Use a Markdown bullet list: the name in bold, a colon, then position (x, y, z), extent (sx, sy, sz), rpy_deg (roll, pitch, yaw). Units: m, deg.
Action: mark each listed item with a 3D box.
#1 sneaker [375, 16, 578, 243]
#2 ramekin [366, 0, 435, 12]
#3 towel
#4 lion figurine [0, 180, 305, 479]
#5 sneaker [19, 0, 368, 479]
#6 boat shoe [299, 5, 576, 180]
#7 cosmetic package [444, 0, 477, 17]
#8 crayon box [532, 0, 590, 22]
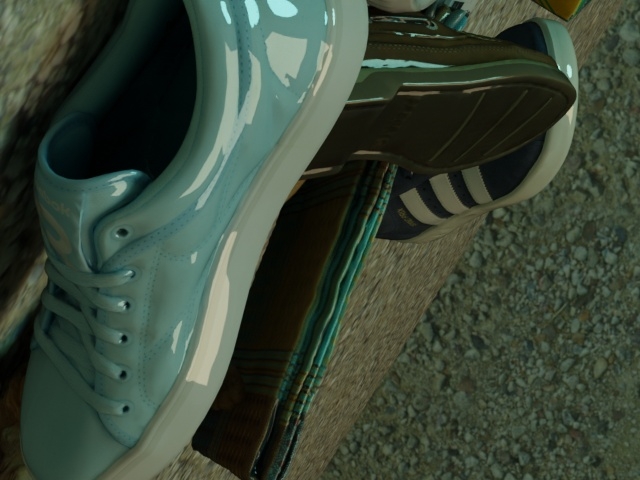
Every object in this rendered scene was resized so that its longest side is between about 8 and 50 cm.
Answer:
- **sneaker**: position (0.084, -0.081, 1.558), extent (0.350, 0.148, 0.131), rpy_deg (135, -47, -59)
- **ramekin**: position (0.058, -0.236, 1.135), extent (0.207, 0.109, 0.207), rpy_deg (-54, 170, -14)
- **towel**: position (0.000, 0.000, 1.412), extent (0.271, 0.040, 0.370), rpy_deg (176, -64, -78)
- **lion figurine**: position (-0.110, 0.033, 1.239), extent (0.240, 0.142, 0.392), rpy_deg (-13, 123, -65)
- **sneaker**: position (-0.116, -0.010, 1.043), extent (0.150, 0.135, 0.366), rpy_deg (3, 117, -47)
- **boat shoe**: position (0.046, -0.111, 1.206), extent (0.307, 0.104, 0.111), rpy_deg (-4, 146, -47)
- **cosmetic package**: position (0.125, -0.254, 1.565), extent (0.239, 0.060, 0.099), rpy_deg (-58, 171, 18)
- **crayon box**: position (0.181, -0.314, 1.312), extent (0.081, 0.165, 0.278), rpy_deg (-43, 164, -54)
